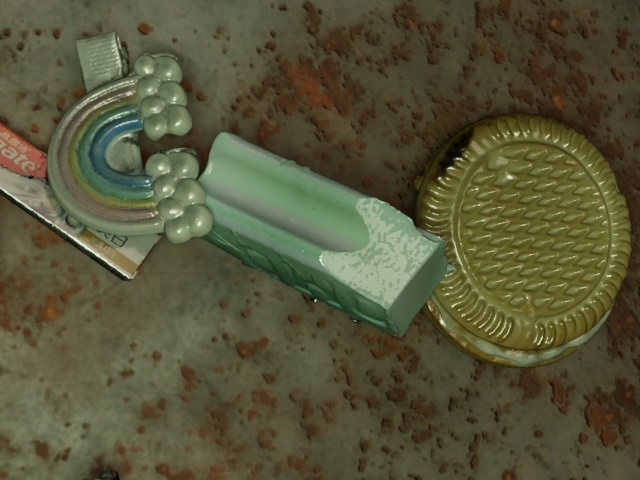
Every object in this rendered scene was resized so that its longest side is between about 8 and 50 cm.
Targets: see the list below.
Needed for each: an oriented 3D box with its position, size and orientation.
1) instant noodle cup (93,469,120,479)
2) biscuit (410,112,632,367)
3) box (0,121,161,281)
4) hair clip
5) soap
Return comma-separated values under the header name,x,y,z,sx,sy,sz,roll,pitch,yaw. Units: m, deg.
name,x,y,z,sx,sy,sz,roll,pitch,yaw
instant noodle cup,-0.245,0.338,1.082,0.181,0.302,0.258,-8,128,-5
biscuit,0.202,0.000,1.334,0.259,0.079,0.259,2,83,-17
box,-0.251,-0.044,1.218,0.218,0.039,0.055,37,75,-10
hair clip,-0.181,-0.089,1.197,0.140,0.054,0.220,-13,68,1
soap,0.000,0.000,1.223,0.230,0.145,0.091,26,79,15
